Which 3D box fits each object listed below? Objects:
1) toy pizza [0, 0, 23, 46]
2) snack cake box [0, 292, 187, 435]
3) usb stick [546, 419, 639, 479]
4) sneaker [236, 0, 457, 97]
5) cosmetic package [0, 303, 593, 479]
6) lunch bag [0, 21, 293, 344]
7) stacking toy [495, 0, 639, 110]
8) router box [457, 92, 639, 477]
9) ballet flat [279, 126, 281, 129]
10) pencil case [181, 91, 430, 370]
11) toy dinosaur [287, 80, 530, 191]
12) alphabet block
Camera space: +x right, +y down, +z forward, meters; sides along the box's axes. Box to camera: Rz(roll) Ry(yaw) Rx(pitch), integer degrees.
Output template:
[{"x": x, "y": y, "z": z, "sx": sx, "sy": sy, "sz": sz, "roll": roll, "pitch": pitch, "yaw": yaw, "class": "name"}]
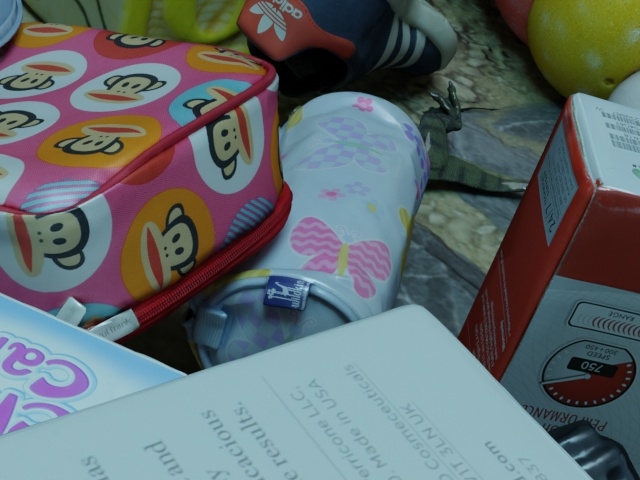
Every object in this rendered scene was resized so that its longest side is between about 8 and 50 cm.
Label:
[{"x": -0.289, "y": -0.148, "z": 0.683, "sx": 0.201, "sy": 0.032, "sz": 0.201, "roll": 11, "pitch": 34, "yaw": -8, "class": "toy pizza"}, {"x": -0.207, "y": 0.087, "z": 0.511, "sx": 0.264, "sy": 0.152, "sz": 0.089, "roll": 22, "pitch": 35, "yaw": 6, "class": "snack cake box"}, {"x": 0.146, "y": 0.213, "z": 0.462, "sx": 0.278, "sy": 0.077, "sz": 0.045, "roll": 65, "pitch": 9, "yaw": 3, "class": "usb stick"}, {"x": 0.019, "y": -0.188, "z": 0.985, "sx": 0.131, "sy": 0.148, "sz": 0.350, "roll": 47, "pitch": 9, "yaw": 16, "class": "sneaker"}, {"x": -0.117, "y": 0.197, "z": 0.338, "sx": 0.453, "sy": 0.230, "sz": 0.161, "roll": -14, "pitch": 48, "yaw": -37, "class": "cosmetic package"}, {"x": -0.188, "y": -0.034, "z": 0.640, "sx": 0.293, "sy": 0.120, "sz": 0.258, "roll": 12, "pitch": 32, "yaw": 31, "class": "lunch bag"}, {"x": 0.307, "y": -0.248, "z": 1.138, "sx": 0.350, "sy": 0.350, "sz": 0.480, "roll": 9, "pitch": 54, "yaw": -13, "class": "stacking toy"}, {"x": 0.226, "y": 0.113, "z": 0.546, "sx": 0.335, "sy": 0.301, "sz": 0.082, "roll": 14, "pitch": 35, "yaw": -6, "class": "router box"}, {"x": -0.089, "y": -0.068, "z": 0.861, "sx": 0.173, "sy": 0.049, "sz": 0.057, "roll": -22, "pitch": 52, "yaw": -43, "class": "ballet flat"}, {"x": 0.000, "y": 0.000, "z": 0.758, "sx": 0.124, "sy": 0.113, "sz": 0.273, "roll": 8, "pitch": 34, "yaw": 10, "class": "pencil case"}, {"x": 0.084, "y": -0.087, "z": 0.964, "sx": 0.268, "sy": 0.064, "sz": 0.118, "roll": 7, "pitch": 41, "yaw": -21, "class": "toy dinosaur"}, {"x": -0.143, "y": -0.268, "z": 0.988, "sx": 0.193, "sy": 0.192, "sz": 0.197, "roll": -17, "pitch": 50, "yaw": -38, "class": "alphabet block"}]
